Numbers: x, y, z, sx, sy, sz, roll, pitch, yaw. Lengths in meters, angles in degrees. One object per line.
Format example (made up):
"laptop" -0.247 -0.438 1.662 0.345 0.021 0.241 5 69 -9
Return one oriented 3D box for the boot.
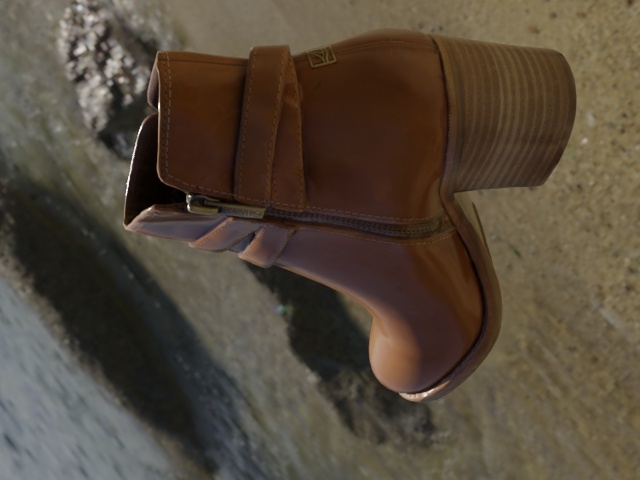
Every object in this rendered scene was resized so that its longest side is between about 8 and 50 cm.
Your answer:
"boot" 0.000 0.000 0.675 0.283 0.220 0.109 108 155 -52
